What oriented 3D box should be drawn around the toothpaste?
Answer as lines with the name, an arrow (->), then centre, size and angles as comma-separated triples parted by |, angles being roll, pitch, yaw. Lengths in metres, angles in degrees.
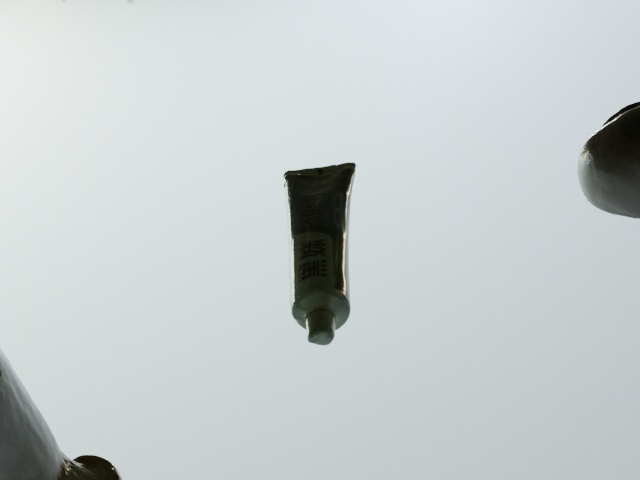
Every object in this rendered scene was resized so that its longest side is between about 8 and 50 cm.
toothpaste -> 0.000, 0.000, 1.213 | 0.098, 0.061, 0.392 | -7, -149, 4

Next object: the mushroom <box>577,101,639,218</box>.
mushroom -> 0.397, -0.110, 1.225 | 0.188, 0.141, 0.117 | -23, 154, 7

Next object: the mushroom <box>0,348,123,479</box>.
mushroom -> -0.305, 0.169, 0.883 | 0.159, 0.329, 0.122 | -39, -146, -3
